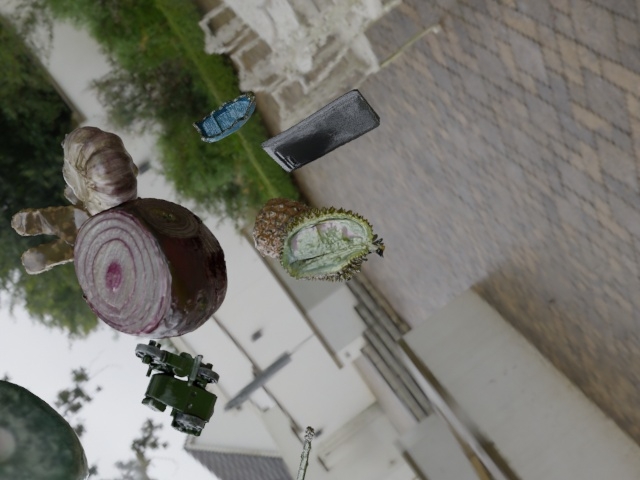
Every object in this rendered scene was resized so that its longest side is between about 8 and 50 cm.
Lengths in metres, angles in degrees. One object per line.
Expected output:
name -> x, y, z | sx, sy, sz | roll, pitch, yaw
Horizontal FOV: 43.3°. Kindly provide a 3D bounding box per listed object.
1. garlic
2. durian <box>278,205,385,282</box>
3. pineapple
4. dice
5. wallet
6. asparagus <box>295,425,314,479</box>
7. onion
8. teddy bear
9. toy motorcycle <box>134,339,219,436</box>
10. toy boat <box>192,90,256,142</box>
garlic -> -0.526, -0.169, 1.979 | 0.245, 0.160, 0.245 | 37, 139, 40
durian -> 0.027, -0.001, 1.823 | 0.138, 0.237, 0.193 | -78, -7, -67
pineapple -> 0.000, 0.000, 2.001 | 0.340, 0.169, 0.169 | 16, 158, 24
dice -> -0.704, 0.515, 1.641 | 0.328, 0.348, 0.330 | 37, -149, 4
wallet -> 0.002, -0.233, 1.746 | 0.124, 0.244, 0.025 | 43, -154, -50
asparagus -> -0.033, 0.455, 1.692 | 0.025, 0.024, 0.248 | 56, 150, 37
onion -> -0.345, 0.049, 1.749 | 0.336, 0.282, 0.260 | 26, -157, 31
teddy bear -> -0.675, -0.038, 2.229 | 0.222, 0.296, 0.246 | -139, 38, -77
toy motorcycle -> -0.383, 0.384, 2.110 | 0.275, 0.205, 0.127 | 27, 157, -21
toy boat -> -0.248, -0.333, 2.148 | 0.075, 0.185, 0.077 | 61, -179, 15
